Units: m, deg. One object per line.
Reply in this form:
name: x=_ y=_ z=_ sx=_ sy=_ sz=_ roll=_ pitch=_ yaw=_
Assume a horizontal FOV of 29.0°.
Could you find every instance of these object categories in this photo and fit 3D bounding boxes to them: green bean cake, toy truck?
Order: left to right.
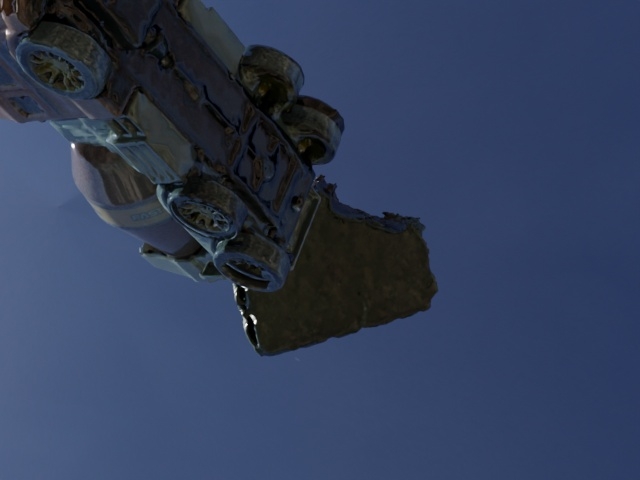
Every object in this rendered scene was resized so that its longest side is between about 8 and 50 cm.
toy truck: x=-0.095 y=-0.063 z=0.660 sx=0.256 sy=0.140 sz=0.108 roll=47 pitch=-127 yaw=-41
green bean cake: x=0.000 y=0.000 z=1.259 sx=0.208 sy=0.107 sz=0.193 roll=-14 pitch=-84 yaw=-6
